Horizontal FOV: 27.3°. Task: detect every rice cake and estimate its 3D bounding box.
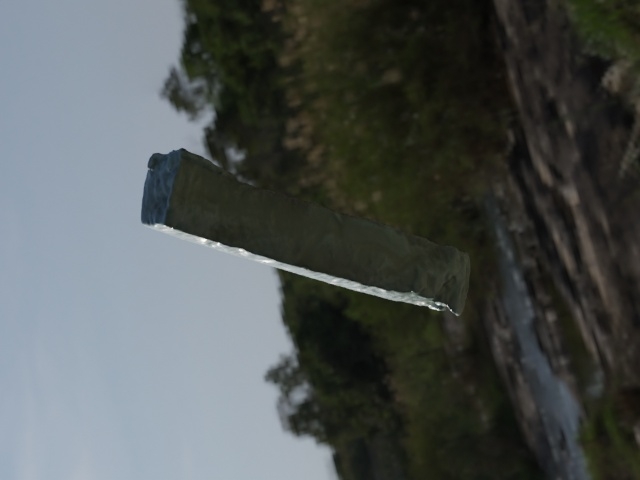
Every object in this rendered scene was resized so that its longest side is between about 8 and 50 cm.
[{"bbox_3d":[0.000,0.000,0.386,0.121,0.021,0.022,18,-100,-40],"label":"rice cake"}]
